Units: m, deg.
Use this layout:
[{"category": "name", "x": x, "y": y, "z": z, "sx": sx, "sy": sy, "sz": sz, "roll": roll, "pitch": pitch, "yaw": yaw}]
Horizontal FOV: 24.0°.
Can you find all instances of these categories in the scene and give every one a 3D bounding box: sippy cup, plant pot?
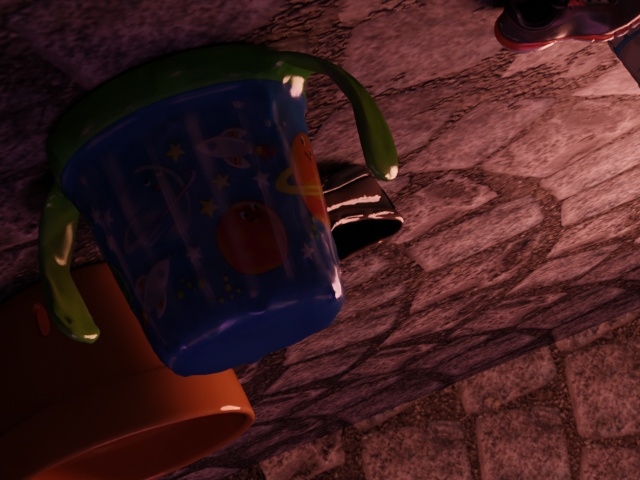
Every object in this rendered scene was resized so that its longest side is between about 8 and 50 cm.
[{"category": "sippy cup", "x": -0.090, "y": -0.013, "z": 1.285, "sx": 0.240, "sy": 0.224, "sz": 0.305, "roll": -11, "pitch": 161, "yaw": -31}, {"category": "plant pot", "x": -0.241, "y": 0.153, "z": 1.658, "sx": 0.291, "sy": 0.203, "sz": 0.291, "roll": -19, "pitch": 163, "yaw": -6}]

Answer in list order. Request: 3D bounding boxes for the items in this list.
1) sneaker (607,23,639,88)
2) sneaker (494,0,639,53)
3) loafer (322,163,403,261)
[{"category": "sneaker", "x": 0.374, "y": -0.213, "z": 1.491, "sx": 0.071, "sy": 0.083, "sz": 0.191, "roll": -7, "pitch": 157, "yaw": -38}, {"category": "sneaker", "x": 0.235, "y": -0.214, "z": 1.357, "sx": 0.158, "sy": 0.061, "sz": 0.065, "roll": -20, "pitch": 157, "yaw": -7}, {"category": "loafer", "x": 0.000, "y": 0.000, "z": 1.536, "sx": 0.267, "sy": 0.084, "sz": 0.096, "roll": -37, "pitch": 164, "yaw": -50}]
